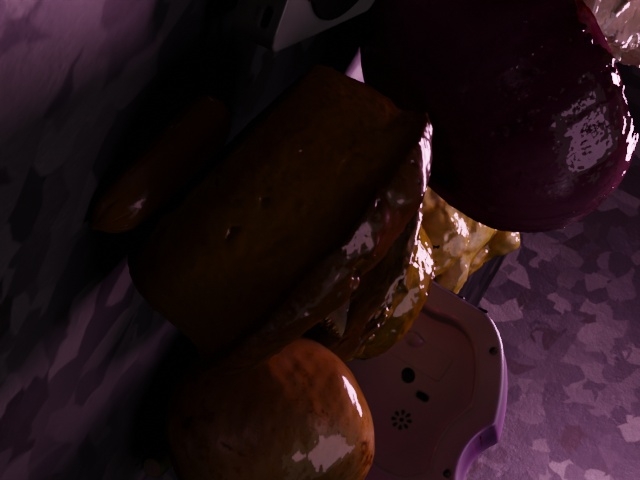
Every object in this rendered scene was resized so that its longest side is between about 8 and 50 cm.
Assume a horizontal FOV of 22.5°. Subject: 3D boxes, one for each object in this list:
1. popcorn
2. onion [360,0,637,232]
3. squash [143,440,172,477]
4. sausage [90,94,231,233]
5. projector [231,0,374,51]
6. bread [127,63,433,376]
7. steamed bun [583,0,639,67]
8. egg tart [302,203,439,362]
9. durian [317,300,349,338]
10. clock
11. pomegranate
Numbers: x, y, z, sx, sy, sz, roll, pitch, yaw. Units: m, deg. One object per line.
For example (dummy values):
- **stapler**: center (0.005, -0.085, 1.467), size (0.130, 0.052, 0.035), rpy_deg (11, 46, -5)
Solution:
- **popcorn**: center (0.168, -0.029, 2.305), size (0.252, 0.215, 0.286), rpy_deg (-44, -179, 25)
- **onion**: center (0.181, -0.154, 1.797), size (0.345, 0.358, 0.358), rpy_deg (-56, 167, 3)
- **squash**: center (-0.176, 0.246, 1.880), size (0.083, 0.027, 0.027), rpy_deg (-42, 156, -56)
- **sausage**: center (-0.131, -0.066, 1.382), size (0.183, 0.054, 0.062), rpy_deg (-49, 150, -37)
- **projector**: center (0.019, -0.314, 1.427), size (0.259, 0.079, 0.257), rpy_deg (-38, 152, -62)
- **bread**: center (-0.033, -0.021, 1.440), size (0.312, 0.172, 0.312), rpy_deg (-47, -171, 10)
- **steamed bun**: center (0.291, -0.328, 2.043), size (0.272, 0.290, 0.274), rpy_deg (-40, 134, -52)
- **egg tart**: center (0.056, 0.052, 1.980), size (0.295, 0.116, 0.295), rpy_deg (-46, -156, 27)
- **durian**: center (0.000, 0.002, 1.868), size (0.165, 0.132, 0.182), rpy_deg (-61, 162, -69)
- **clock**: center (0.080, 0.197, 2.106), size (0.338, 0.338, 0.102), rpy_deg (-60, 164, -14)
- **pomegranate**: center (-0.056, 0.216, 1.804), size (0.248, 0.248, 0.248), rpy_deg (-58, 166, -23)
